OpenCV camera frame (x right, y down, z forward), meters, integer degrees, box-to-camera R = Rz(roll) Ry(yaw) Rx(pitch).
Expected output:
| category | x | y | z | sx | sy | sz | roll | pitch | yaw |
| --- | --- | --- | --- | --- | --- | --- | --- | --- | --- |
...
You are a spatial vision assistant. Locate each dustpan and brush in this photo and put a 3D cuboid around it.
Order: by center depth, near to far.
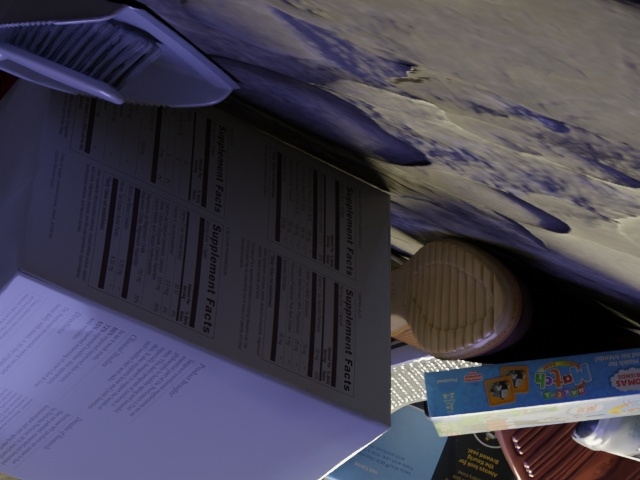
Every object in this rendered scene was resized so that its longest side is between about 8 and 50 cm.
| category | x | y | z | sx | sy | sz | roll | pitch | yaw |
| --- | --- | --- | --- | --- | --- | --- | --- | --- | --- |
| dustpan and brush | -0.169 | -0.110 | 1.035 | 0.211 | 0.060 | 0.147 | 20 | 174 | 24 |

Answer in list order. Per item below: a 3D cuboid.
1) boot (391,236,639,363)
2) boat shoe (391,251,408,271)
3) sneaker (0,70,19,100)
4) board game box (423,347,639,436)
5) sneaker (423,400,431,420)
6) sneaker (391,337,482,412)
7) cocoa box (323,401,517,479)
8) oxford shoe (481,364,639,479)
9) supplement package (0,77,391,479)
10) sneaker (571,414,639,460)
| category | x | y | z | sx | sy | sz | roll | pitch | yaw |
| --- | --- | --- | --- | --- | --- | --- | --- | --- | --- |
| boot | 0.160 | 0.057 | 1.400 | 0.207 | 0.090 | 0.248 | 10 | 175 | -21 |
| boat shoe | 0.033 | 0.020 | 1.572 | 0.137 | 0.049 | 0.043 | 23 | 172 | -36 |
| sneaker | -0.196 | -0.069 | 1.334 | 0.262 | 0.104 | 0.125 | 25 | 176 | -23 |
| board game box | 0.188 | 0.112 | 1.372 | 0.211 | 0.039 | 0.160 | -8 | 168 | 5 |
| sneaker | 0.188 | 0.167 | 2.168 | 0.123 | 0.106 | 0.290 | 19 | -174 | -2 |
| sneaker | 0.080 | 0.117 | 2.035 | 0.126 | 0.127 | 0.321 | 19 | 153 | -31 |
| cocoa box | 0.113 | 0.238 | 2.428 | 0.347 | 0.228 | 0.231 | 21 | 174 | 10 |
| oxford shoe | 0.227 | 0.167 | 1.797 | 0.146 | 0.140 | 0.397 | 49 | 180 | 36 |
| supplement package | -0.115 | 0.042 | 1.194 | 0.262 | 0.198 | 0.199 | 25 | 135 | -26 |
| sneaker | 0.315 | 0.170 | 1.591 | 0.153 | 0.094 | 0.235 | 25 | 176 | 21 |
